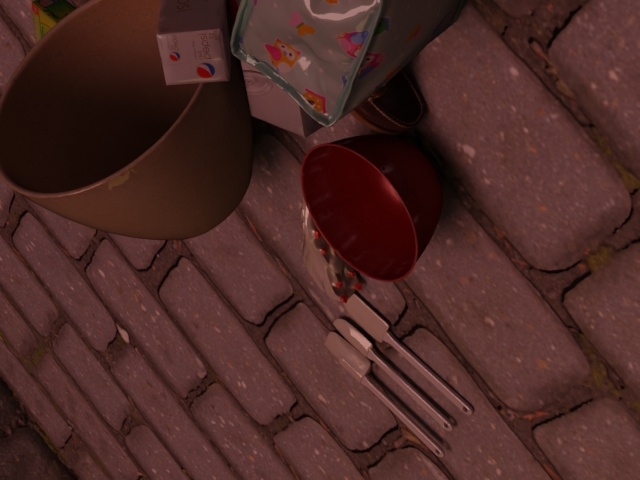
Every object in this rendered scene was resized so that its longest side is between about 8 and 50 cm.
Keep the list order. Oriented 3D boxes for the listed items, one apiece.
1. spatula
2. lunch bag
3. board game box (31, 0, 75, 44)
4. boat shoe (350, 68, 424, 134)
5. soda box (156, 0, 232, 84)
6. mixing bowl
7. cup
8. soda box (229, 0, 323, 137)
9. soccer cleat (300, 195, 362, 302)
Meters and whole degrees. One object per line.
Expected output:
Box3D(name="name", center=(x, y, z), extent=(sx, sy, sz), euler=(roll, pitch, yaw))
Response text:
Box3D(name="spatula", center=(0.103, 0.186, 1.708), extent=(0.242, 0.019, 0.168), euler=(42, 142, 18))
Box3D(name="lunch bag", center=(0.050, -0.269, 1.117), extent=(0.160, 0.223, 0.262), euler=(38, 147, 12))
Box3D(name="board game box", center=(-0.356, -0.283, 1.844), extent=(0.181, 0.043, 0.092), euler=(40, 147, 23))
Box3D(name="boat shoe", center=(0.042, -0.188, 1.313), extent=(0.207, 0.073, 0.073), euler=(38, 151, -28))
Box3D(name="soda box", center=(-0.140, -0.266, 1.410), extent=(0.216, 0.074, 0.069), euler=(-93, -3, -50))
Box3D(name="mixing bowl", center=(0.074, -0.054, 1.423), extent=(0.181, 0.098, 0.181), euler=(35, 145, 29))
Box3D(name="cup", center=(-0.217, -0.130, 1.587), extent=(0.331, 0.331, 0.237), euler=(24, 162, 41))
Box3D(name="soda box", center=(-0.039, -0.264, 1.376), extent=(0.098, 0.091, 0.286), euler=(27, 140, 39))
Box3D(name="soccer cleat", center=(0.000, 0.000, 1.615), extent=(0.076, 0.068, 0.196), euler=(27, 143, 42))
